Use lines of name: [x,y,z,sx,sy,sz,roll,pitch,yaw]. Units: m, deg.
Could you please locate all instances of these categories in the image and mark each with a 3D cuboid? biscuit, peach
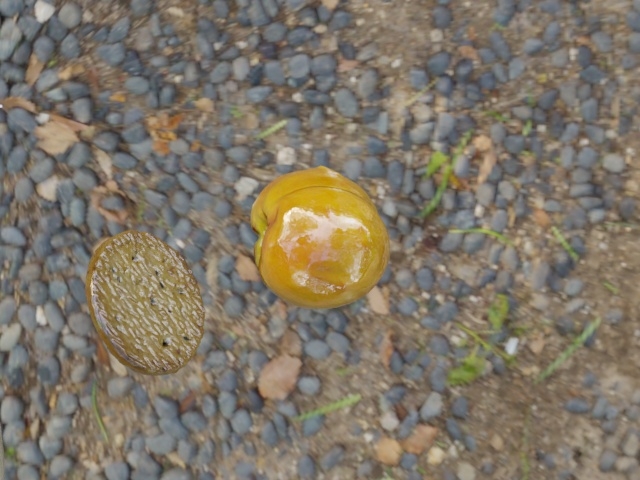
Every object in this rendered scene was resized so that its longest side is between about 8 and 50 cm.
biscuit: [-0.217,0.079,1.396,0.188,0.027,0.187,30,49,-42]
peach: [0.000,0.000,1.057,0.138,0.138,0.138,-2,97,-16]

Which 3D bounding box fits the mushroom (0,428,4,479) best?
mushroom: [-0.198,0.031,0.345,0.244,0.243,0.243,-2,97,-16]
